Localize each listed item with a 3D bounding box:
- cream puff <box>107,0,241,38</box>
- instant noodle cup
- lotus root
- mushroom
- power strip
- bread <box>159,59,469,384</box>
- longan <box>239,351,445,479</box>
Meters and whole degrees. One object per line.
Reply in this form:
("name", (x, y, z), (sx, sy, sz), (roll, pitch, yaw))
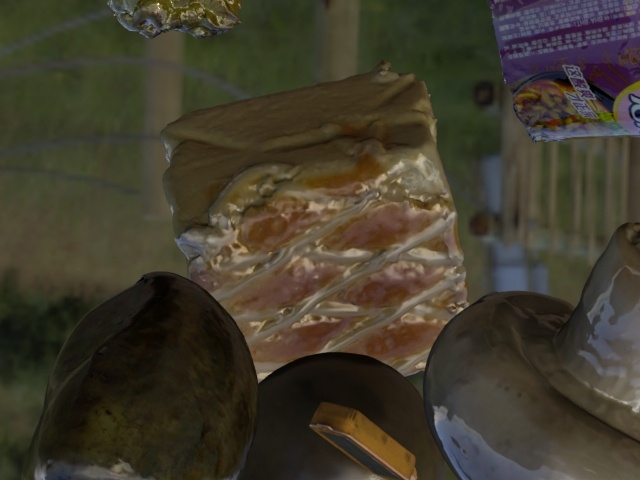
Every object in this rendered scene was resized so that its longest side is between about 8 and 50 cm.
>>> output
("cream puff", (-0.153, -0.250, 1.617), (0.146, 0.116, 0.146), (-17, 166, -4))
("instant noodle cup", (0.320, -0.233, 1.588), (0.266, 0.339, 0.340), (-10, 171, 21))
("lotus root", (-0.119, 0.126, 1.144), (0.152, 0.160, 0.275), (25, -154, -9))
("mushroom", (0.255, 0.126, 1.411), (0.292, 0.290, 0.292), (28, -155, -14))
("power strip", (0.049, 0.199, 1.552), (0.049, 0.028, 0.178), (9, 158, 36))
("bread", (0.000, 0.000, 2.160), (0.390, 0.371, 0.279), (-13, -143, -7))
("longan", (0.008, 0.247, 1.760), (0.258, 0.258, 0.258), (3, 175, 0))
